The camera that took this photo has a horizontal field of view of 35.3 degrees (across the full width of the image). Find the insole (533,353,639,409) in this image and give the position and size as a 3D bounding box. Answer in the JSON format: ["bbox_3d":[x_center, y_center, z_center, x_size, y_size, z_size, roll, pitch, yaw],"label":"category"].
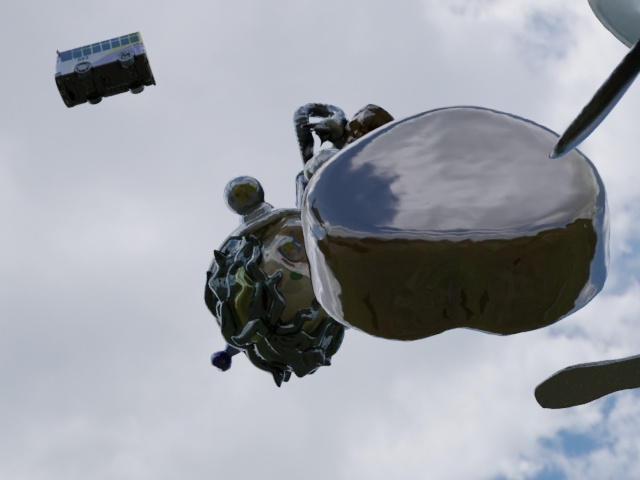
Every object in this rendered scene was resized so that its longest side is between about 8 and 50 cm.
[{"bbox_3d":[0.375,0.187,1.350,0.192,0.010,0.063,-21,-73,30],"label":"insole"}]

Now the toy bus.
[{"bbox_3d":[-0.237,-0.188,1.099,0.102,0.058,0.052,-15,-42,-3],"label":"toy bus"}]

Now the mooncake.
[{"bbox_3d":[0.106,-0.015,0.806,0.234,0.235,0.117,-8,-58,2],"label":"mooncake"}]

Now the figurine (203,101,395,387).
[{"bbox_3d":[0.003,0.002,1.225,0.261,0.186,0.382,34,-113,2],"label":"figurine"}]

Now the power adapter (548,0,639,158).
[{"bbox_3d":[0.173,-0.090,0.375,0.130,0.125,0.205,37,-90,9],"label":"power adapter"}]
